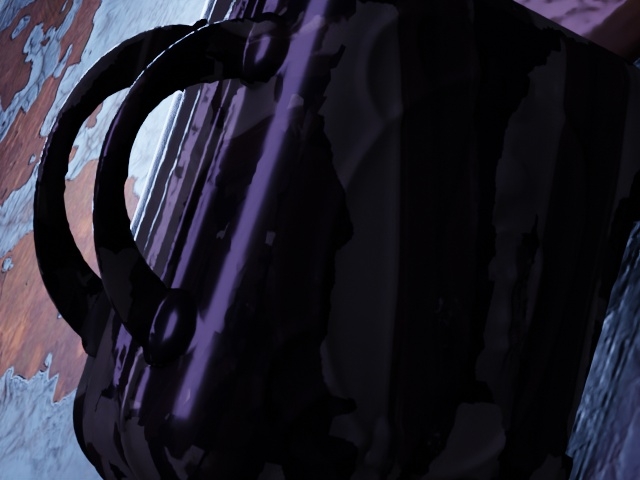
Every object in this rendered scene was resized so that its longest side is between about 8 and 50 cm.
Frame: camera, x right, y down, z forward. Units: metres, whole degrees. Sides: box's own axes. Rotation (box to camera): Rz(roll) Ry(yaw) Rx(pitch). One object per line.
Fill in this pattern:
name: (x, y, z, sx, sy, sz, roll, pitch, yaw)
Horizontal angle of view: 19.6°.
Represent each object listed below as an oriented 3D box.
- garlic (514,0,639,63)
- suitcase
garlic: (0.126, -0.125, 1.251, 0.318, 0.112, 0.143, -40, 59, 23)
suitcase: (0.000, 0.000, 1.059, 0.194, 0.339, 0.351, 3, 73, 59)
